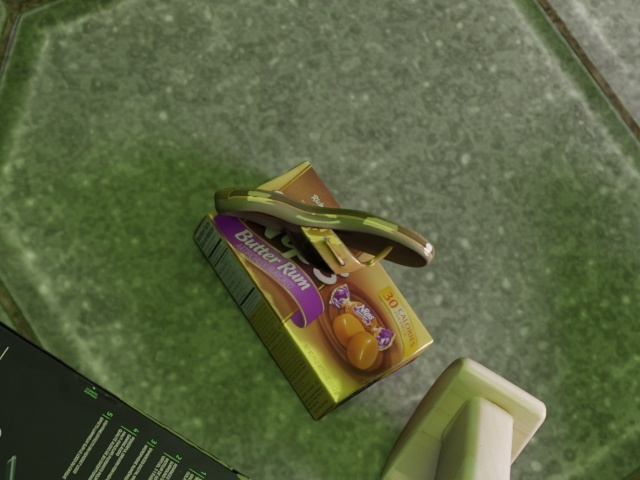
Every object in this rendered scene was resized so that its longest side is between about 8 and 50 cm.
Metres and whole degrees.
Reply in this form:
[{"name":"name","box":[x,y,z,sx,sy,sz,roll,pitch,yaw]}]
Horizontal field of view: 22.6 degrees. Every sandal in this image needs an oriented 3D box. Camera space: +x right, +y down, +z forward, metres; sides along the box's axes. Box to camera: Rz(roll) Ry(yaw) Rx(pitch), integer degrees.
[{"name":"sandal","box":[0.000,0.000,1.262,0.180,0.072,0.049,14,77,-13]}]

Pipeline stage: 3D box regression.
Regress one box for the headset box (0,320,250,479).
[{"name":"headset box","box":[-0.218,0.216,1.103,0.283,0.131,0.246,32,59,-4]}]

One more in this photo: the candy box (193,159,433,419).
[{"name":"candy box","box":[-0.007,0.039,1.308,0.109,0.053,0.187,-29,80,-28]}]

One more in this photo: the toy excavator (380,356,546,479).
[{"name":"toy excavator","box":[0.048,0.304,1.088,0.222,0.433,0.445,32,88,-3]}]
